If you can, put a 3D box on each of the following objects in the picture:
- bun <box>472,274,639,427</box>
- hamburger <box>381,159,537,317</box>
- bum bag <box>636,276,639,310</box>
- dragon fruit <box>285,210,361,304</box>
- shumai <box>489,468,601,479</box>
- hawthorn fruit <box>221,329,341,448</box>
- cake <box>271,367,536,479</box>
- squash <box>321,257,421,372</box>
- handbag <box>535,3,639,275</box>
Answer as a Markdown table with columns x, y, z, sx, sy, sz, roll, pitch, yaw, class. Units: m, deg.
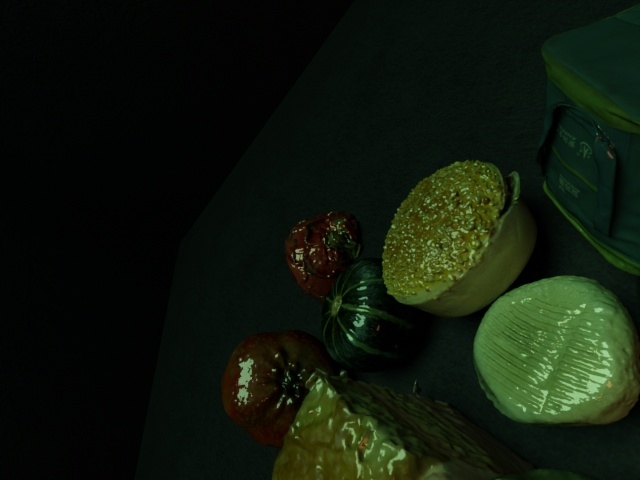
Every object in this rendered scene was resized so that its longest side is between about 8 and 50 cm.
| x | y | z | sx | sy | sz | roll | pitch | yaw | class |
| --- | --- | --- | --- | --- | --- | --- | --- | --- | --- |
| 0.329 | 0.157 | 0.564 | 0.220 | 0.134 | 0.220 | -44 | 25 | 27 | bun |
| 0.230 | -0.005 | 0.729 | 0.302 | 0.170 | 0.302 | -49 | 12 | 15 | hamburger |
| 0.435 | 0.169 | 0.427 | 0.144 | 0.095 | 0.340 | -21 | 51 | 55 | bum bag |
| 0.000 | 0.000 | 1.181 | 0.205 | 0.152 | 0.316 | -43 | 38 | 33 | dragon fruit |
| 0.243 | 0.449 | 0.339 | 0.397 | 0.325 | 0.323 | 43 | 133 | 38 | shumai |
| -0.099 | 0.362 | 0.996 | 0.330 | 0.288 | 0.286 | 121 | 159 | -64 | hawthorn fruit |
| 0.111 | 0.397 | 0.582 | 0.293 | 0.307 | 0.313 | 21 | 87 | 56 | cake |
| 0.104 | 0.164 | 0.886 | 0.252 | 0.165 | 0.251 | -162 | 90 | -72 | squash |
| 0.396 | -0.126 | 0.480 | 0.223 | 0.241 | 0.263 | -23 | 41 | 7 | handbag |
